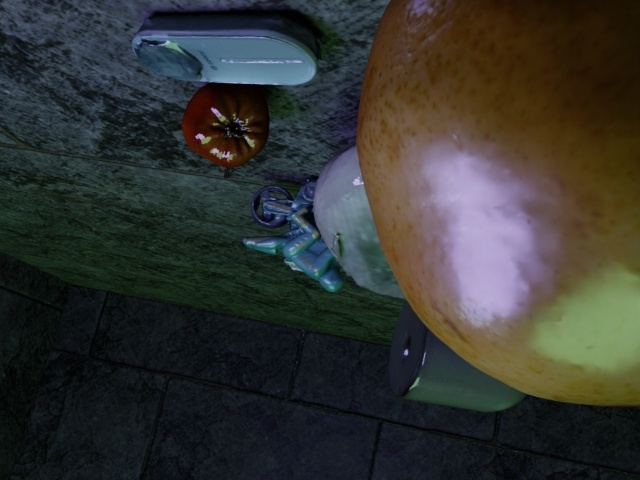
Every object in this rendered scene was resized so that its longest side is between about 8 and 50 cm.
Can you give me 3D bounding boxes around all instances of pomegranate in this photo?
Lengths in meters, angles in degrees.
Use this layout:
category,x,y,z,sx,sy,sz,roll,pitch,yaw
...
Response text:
category,x,y,z,sx,sy,sz,roll,pitch,yaw
pomegranate,0.218,-0.072,0.528,0.417,0.416,0.416,12,165,3

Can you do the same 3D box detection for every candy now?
category,x,y,z,sx,sy,sz,roll,pitch,yaw
candy,0.175,-0.049,1.023,0.387,0.186,0.427,-2,158,20

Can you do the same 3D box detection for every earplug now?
category,x,y,z,sx,sy,sz,roll,pitch,yaw
earplug,0.430,0.344,2.022,0.394,0.312,0.312,14,165,-8

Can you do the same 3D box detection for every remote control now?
category,x,y,z,sx,sy,sz,roll,pitch,yaw
remote control,-0.117,-0.233,0.844,0.248,0.052,0.104,7,163,21

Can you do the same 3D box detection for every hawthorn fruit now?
category,x,y,z,sx,sy,sz,roll,pitch,yaw
hawthorn fruit,-0.135,-0.174,0.980,0.125,0.140,0.125,-9,144,-7

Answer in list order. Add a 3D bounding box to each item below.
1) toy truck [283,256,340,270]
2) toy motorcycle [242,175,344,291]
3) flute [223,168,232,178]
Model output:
category,x,y,z,sx,sy,sz,roll,pitch,yaw
toy truck,0.000,0.000,1.501,0.135,0.114,0.270,18,163,-1
toy motorcycle,0.005,-0.007,1.300,0.297,0.198,0.109,12,170,7
flute,-0.156,-0.155,1.239,0.014,0.014,0.269,15,165,-10
